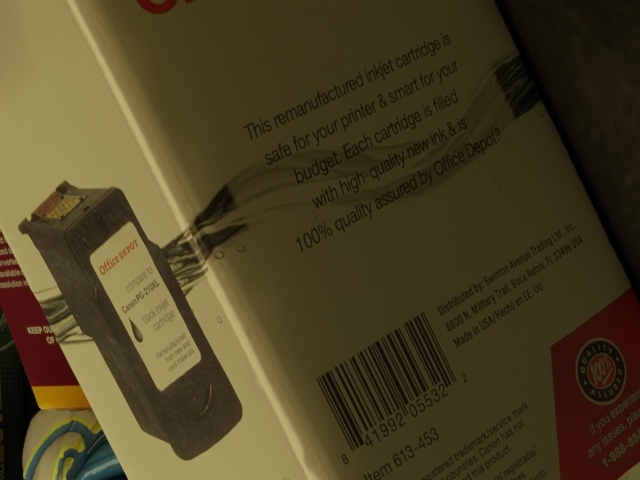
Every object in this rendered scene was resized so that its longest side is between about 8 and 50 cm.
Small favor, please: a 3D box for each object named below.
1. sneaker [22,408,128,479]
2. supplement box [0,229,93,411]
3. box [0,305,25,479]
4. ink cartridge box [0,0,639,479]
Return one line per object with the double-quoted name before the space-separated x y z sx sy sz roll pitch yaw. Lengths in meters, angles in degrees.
"sneaker" -0.086 0.098 0.792 0.240 0.126 0.091 -22 95 47
"supplement box" -0.084 -0.038 0.734 0.080 0.104 0.188 -6 107 44
"box" -0.255 0.062 0.980 0.232 0.059 0.183 26 127 30
"ink cartridge box" 0.000 0.000 0.624 0.100 0.172 0.237 -23 94 47
